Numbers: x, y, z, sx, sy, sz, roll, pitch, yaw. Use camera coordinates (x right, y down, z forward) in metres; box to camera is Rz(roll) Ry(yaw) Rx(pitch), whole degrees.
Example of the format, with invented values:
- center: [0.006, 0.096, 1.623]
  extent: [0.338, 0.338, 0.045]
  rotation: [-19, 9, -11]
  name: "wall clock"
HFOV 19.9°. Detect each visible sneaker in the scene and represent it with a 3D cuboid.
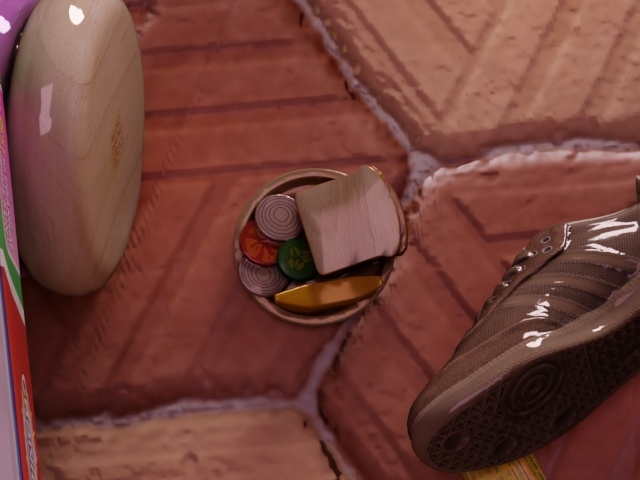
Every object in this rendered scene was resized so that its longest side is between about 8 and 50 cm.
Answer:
- center: [0.107, 0.036, 0.829]
  extent: [0.188, 0.066, 0.071]
  rotation: [-30, 49, -18]
  name: "sneaker"

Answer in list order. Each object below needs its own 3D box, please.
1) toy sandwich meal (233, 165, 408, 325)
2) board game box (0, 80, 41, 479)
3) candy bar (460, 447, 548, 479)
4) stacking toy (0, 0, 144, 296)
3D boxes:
- center: [0.000, 0.000, 0.855]
  extent: [0.085, 0.029, 0.086]
  rotation: [0, 74, 1]
  name: "toy sandwich meal"
- center: [-0.230, 0.060, 0.685]
  extent: [0.242, 0.064, 0.317]
  rotation: [-6, 79, -4]
  name: "board game box"
- center: [0.099, 0.137, 0.821]
  extent: [0.040, 0.018, 0.161]
  rotation: [-27, 76, -8]
  name: "candy bar"
- center: [-0.253, -0.053, 0.831]
  extent: [0.330, 0.141, 0.141]
  rotation: [3, 74, 7]
  name: "stacking toy"
